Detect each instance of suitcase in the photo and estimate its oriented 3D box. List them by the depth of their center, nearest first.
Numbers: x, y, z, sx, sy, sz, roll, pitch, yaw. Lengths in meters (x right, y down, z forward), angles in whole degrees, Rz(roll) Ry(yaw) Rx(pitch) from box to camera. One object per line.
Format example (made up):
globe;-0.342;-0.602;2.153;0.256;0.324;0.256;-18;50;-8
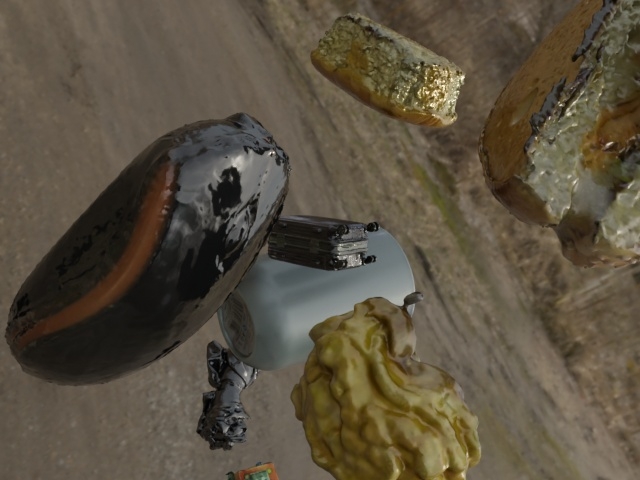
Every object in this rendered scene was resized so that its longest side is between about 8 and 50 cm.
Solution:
suitcase;0.000;0.000;1.044;0.086;0.126;0.059;-5;102;-53

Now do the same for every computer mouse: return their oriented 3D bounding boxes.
computer mouse;-0.147;0.027;0.768;0.116;0.323;0.183;52;18;21

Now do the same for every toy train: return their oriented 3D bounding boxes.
toy train;-0.126;0.432;1.394;0.072;0.188;0.099;-11;67;-33

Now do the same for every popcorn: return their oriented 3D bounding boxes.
popcorn;0.048;0.159;0.788;0.140;0.163;0.194;-13;67;-43

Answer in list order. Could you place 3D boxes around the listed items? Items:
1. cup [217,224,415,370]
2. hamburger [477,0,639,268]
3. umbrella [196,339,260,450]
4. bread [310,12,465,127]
cup;-0.013;0.104;1.483;0.312;0.205;0.206;-15;73;-31
hamburger;0.366;-0.149;1.081;0.268;0.287;0.446;35;70;-9
umbrella;-0.195;0.308;1.807;0.110;0.121;0.273;86;11;-53
bread;0.103;-0.261;1.305;0.174;0.121;0.245;12;19;-45
